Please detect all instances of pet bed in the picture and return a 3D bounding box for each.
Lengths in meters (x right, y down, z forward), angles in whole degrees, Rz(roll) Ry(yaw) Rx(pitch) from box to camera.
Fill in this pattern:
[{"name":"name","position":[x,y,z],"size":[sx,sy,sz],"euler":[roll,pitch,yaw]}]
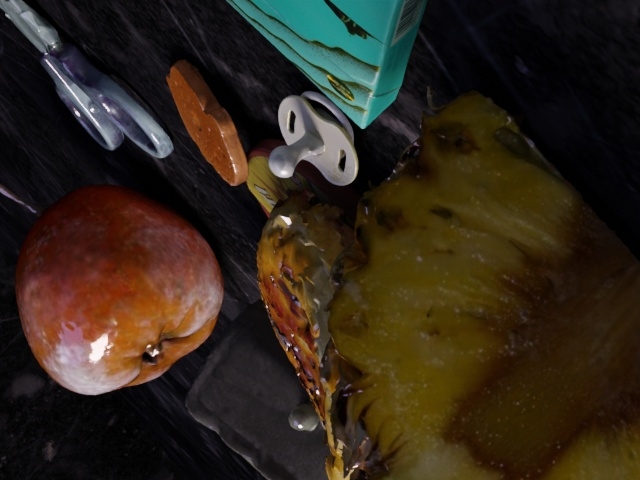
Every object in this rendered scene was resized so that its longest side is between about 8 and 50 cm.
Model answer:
[{"name":"pet bed","position":[-0.006,0.153,1.652],"size":[0.211,0.183,0.159],"euler":[39,167,27]}]

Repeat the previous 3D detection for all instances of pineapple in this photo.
[{"name":"pineapple","position":[0.081,0.118,1.078],"size":[0.344,0.286,0.209],"euler":[48,166,-4]}]

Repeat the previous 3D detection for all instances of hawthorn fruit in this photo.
[{"name":"hawthorn fruit","position":[-0.224,0.042,1.947],"size":[0.235,0.263,0.231],"euler":[5,166,-31]}]

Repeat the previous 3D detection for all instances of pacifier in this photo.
[{"name":"pacifier","position":[-0.011,-0.071,1.279],"size":[0.083,0.064,0.068],"euler":[39,147,25]}]

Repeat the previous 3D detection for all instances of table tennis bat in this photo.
[{"name":"table tennis bat","position":[0.000,0.000,1.520],"size":[0.200,0.038,0.310],"euler":[49,163,-2]}]

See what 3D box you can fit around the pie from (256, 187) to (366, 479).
[{"name":"pie","position":[0.021,0.101,1.396],"size":[0.308,0.085,0.308],"euler":[163,90,-83]}]

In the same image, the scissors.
[{"name":"scissors","position":[-0.306,-0.231,1.772],"size":[0.383,0.029,0.256],"euler":[48,167,-18]}]

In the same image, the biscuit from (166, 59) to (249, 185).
[{"name":"biscuit","position":[-0.096,-0.102,1.491],"size":[0.130,0.019,0.102],"euler":[50,161,41]}]

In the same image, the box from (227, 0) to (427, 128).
[{"name":"box","position":[-0.008,-0.168,1.036],"size":[0.161,0.042,0.226],"euler":[45,166,8]}]
